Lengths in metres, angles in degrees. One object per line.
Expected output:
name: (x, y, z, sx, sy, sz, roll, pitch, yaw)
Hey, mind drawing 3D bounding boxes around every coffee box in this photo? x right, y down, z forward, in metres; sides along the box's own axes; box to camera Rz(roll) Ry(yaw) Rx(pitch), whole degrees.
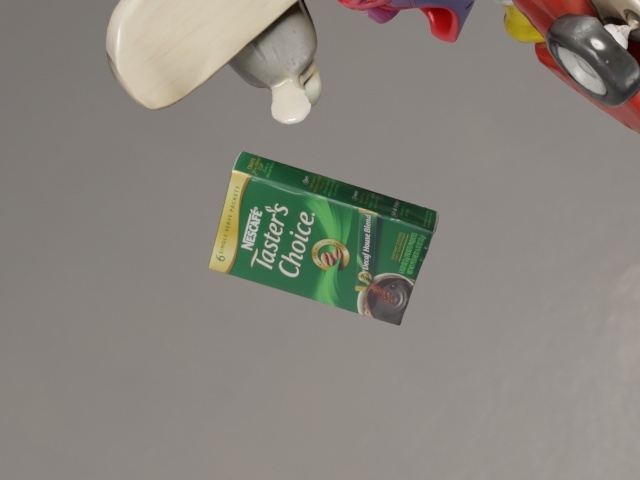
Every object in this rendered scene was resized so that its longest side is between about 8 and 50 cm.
coffee box: (0.000, 0.000, 1.232, 0.184, 0.113, 0.040, 18, 34, 0)

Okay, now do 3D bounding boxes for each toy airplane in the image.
toy airplane: (0.071, -0.253, 0.839, 0.386, 0.384, 0.272, 2, 2, -9)

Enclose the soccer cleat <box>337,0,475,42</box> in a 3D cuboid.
soccer cleat: (0.020, -0.210, 1.032, 0.248, 0.095, 0.083, 5, 11, -34)
